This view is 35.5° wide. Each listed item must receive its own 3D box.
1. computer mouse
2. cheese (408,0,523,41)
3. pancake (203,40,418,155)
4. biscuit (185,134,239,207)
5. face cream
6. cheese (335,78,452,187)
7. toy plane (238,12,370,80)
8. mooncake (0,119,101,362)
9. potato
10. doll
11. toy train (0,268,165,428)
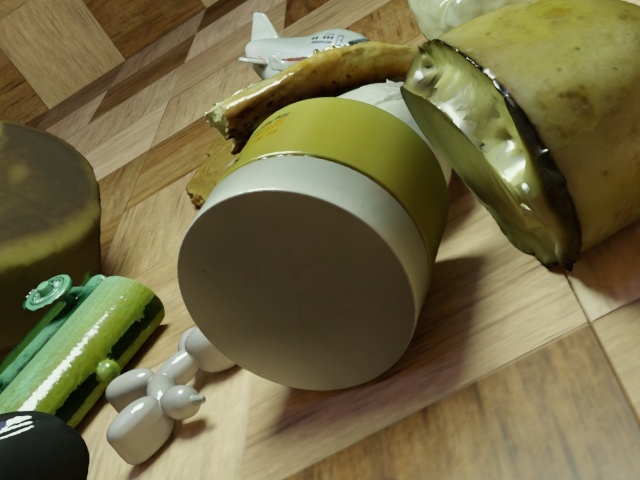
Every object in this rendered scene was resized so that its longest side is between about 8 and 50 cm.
[{"bbox_3d":[-0.359,0.268,1.002,0.270,0.137,0.086,-29,13,12],"label":"computer mouse"},{"bbox_3d":[0.286,-0.395,1.478,0.326,0.115,0.318,-41,23,-20],"label":"cheese"},{"bbox_3d":[-0.016,-0.138,1.210,0.266,0.244,0.057,-10,57,-24],"label":"pancake"},{"bbox_3d":[-0.101,-0.145,1.600,0.269,0.051,0.376,-38,23,-4],"label":"biscuit"},{"bbox_3d":[0.000,0.000,0.932,0.218,0.218,0.179,-22,24,29],"label":"face cream"},{"bbox_3d":[0.053,-0.079,1.102,0.198,0.154,0.189,-25,21,7],"label":"cheese"},{"bbox_3d":[-0.007,-0.280,1.570,0.252,0.118,0.252,7,18,-2],"label":"toy plane"},{"bbox_3d":[-0.521,0.010,1.471,0.394,0.246,0.393,-8,34,-23],"label":"mooncake"},{"bbox_3d":[0.223,-0.115,0.883,0.242,0.242,0.285,-36,18,-3],"label":"potato"},{"bbox_3d":[-0.154,0.148,1.062,0.160,0.059,0.161,-34,21,2],"label":"doll"},{"bbox_3d":[-0.328,0.147,1.221,0.189,0.126,0.307,-13,30,42],"label":"toy train"}]
